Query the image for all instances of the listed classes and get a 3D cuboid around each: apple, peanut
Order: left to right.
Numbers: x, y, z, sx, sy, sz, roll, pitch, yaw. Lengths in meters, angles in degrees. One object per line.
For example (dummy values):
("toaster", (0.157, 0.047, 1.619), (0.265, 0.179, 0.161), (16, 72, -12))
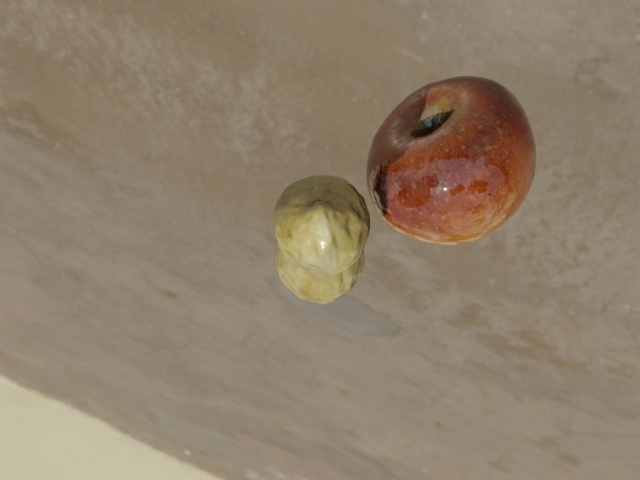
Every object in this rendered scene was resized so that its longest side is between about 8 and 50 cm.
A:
("peanut", (0.000, 0.000, 0.864), (0.103, 0.098, 0.229), (48, 169, 14))
("apple", (0.152, -0.085, 1.015), (0.201, 0.201, 0.162), (4, 144, 44))
